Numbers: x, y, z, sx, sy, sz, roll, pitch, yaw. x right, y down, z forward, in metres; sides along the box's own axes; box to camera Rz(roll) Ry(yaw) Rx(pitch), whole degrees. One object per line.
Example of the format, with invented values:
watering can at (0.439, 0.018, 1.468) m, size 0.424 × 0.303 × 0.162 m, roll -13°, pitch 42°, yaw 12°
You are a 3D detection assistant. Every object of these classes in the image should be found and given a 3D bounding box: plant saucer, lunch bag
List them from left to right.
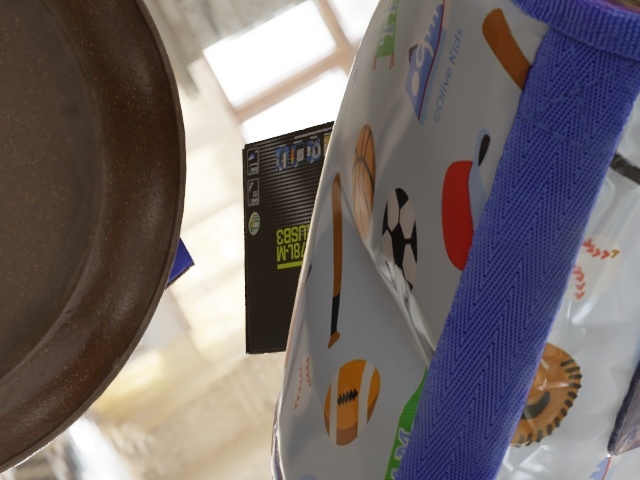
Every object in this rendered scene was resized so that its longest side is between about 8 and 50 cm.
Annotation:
plant saucer at (-0.213, -0.034, 0.809) m, size 0.310 × 0.311 × 0.050 m, roll 63°, pitch -22°, yaw -14°
lunch bag at (0.113, -0.016, 0.839) m, size 0.385 × 0.239 × 0.327 m, roll -58°, pitch 166°, yaw -63°

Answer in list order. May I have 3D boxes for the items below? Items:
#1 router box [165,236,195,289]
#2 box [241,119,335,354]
router box at (-0.267, -0.086, 1.032) m, size 0.301 × 0.082 × 0.335 m, roll -13°, pitch -68°, yaw 46°
box at (0.000, 0.000, 1.471) m, size 0.191 × 0.045 × 0.184 m, roll -8°, pitch -101°, yaw 56°
